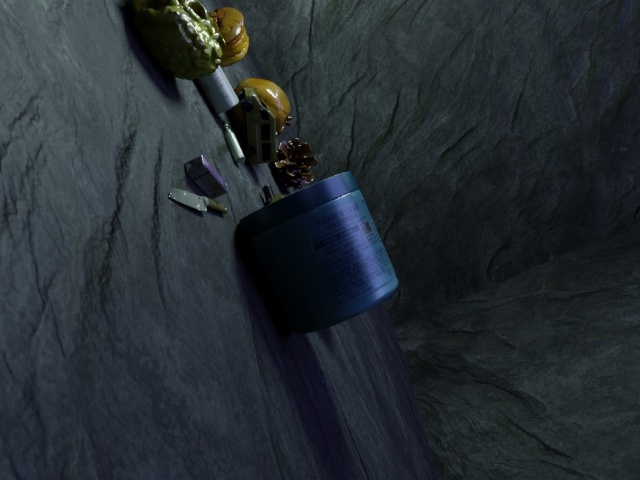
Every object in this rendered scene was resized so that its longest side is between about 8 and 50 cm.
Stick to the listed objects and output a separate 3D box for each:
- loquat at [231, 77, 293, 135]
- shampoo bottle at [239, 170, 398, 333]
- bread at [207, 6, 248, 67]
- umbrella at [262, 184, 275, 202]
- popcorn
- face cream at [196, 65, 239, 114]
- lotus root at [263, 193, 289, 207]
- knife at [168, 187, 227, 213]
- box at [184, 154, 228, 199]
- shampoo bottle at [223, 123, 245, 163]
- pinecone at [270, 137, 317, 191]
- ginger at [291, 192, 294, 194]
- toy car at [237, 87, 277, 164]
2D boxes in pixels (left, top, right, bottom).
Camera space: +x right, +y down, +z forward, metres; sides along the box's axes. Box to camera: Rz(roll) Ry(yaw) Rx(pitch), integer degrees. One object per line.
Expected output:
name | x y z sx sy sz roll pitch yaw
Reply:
loquat | -0.223 -0.478 1.952 0.238 0.239 0.193 62 38 -21
shampoo bottle | 0.002 0.033 1.441 0.342 0.332 0.331 65 8 -2
bread | -0.362 -0.750 1.942 0.142 0.196 0.269 70 5 -49
umbrella | -0.143 -0.075 1.806 0.053 0.052 0.250 105 -36 -75
popcorn | -0.376 -0.555 1.376 0.285 0.174 0.225 63 16 -11
face cream | -0.369 -0.555 1.679 0.092 0.092 0.311 -96 160 -65
lotus root | -0.066 -0.028 1.688 0.274 0.152 0.160 51 27 3
knife | -0.266 -0.082 1.196 0.298 0.017 0.047 26 46 -77
box | -0.268 -0.148 1.261 0.117 0.051 0.036 51 17 -52
shampoo bottle | -0.283 -0.316 1.718 0.141 0.034 0.049 65 14 13
pinecone | -0.109 -0.323 2.268 0.202 0.201 0.229 42 36 11
ginger | -0.105 -0.165 2.320 0.173 0.051 0.069 12 56 -77
toy car | -0.212 -0.392 1.822 0.101 0.125 0.256 -117 -157 -56
